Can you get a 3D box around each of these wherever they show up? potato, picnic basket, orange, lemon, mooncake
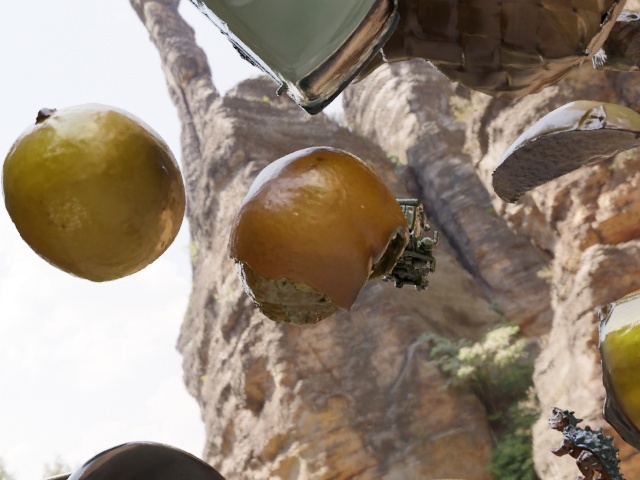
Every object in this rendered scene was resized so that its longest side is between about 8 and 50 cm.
[{"bbox_3d":[0.353,-0.159,1.052,0.120,0.100,0.261,28,-31,-27],"label":"potato"},{"bbox_3d":[0.135,-0.291,0.759,0.293,0.337,0.337,-53,-12,-25],"label":"picnic basket"},{"bbox_3d":[0.000,0.000,0.577,0.134,0.157,0.156,18,-11,24],"label":"orange"},{"bbox_3d":[-0.368,-0.078,1.163,0.297,0.297,0.297,-17,-24,-8],"label":"lemon"},{"bbox_3d":[0.599,-0.393,1.397,0.073,0.125,0.130,-40,-52,-19],"label":"mooncake"}]

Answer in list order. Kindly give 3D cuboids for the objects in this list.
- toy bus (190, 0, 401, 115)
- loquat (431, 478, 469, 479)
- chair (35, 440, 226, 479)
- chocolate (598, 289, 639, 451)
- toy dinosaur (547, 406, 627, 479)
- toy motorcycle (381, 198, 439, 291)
[{"bbox_3d":[-0.063,-0.233,0.565,0.133,0.271,0.165,-48,7,7],"label":"toy bus"},{"bbox_3d":[0.200,0.472,0.995,0.274,0.275,0.275,-17,-24,-8],"label":"loquat"},{"bbox_3d":[-0.301,0.483,0.899,0.364,0.362,0.410,32,-56,-29],"label":"chair"},{"bbox_3d":[0.406,0.057,0.475,0.162,0.162,0.445,-5,-17,-30],"label":"chocolate"},{"bbox_3d":[0.292,0.229,0.747,0.049,0.154,0.055,20,-76,-32],"label":"toy dinosaur"},{"bbox_3d":[0.202,-0.002,1.565,0.127,0.205,0.275,6,-26,11],"label":"toy motorcycle"}]
